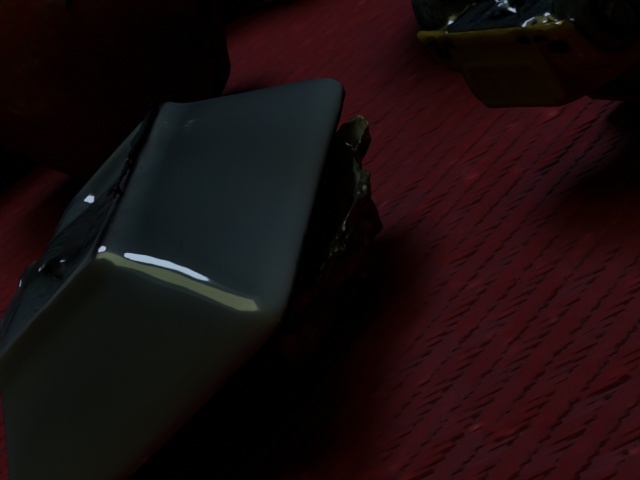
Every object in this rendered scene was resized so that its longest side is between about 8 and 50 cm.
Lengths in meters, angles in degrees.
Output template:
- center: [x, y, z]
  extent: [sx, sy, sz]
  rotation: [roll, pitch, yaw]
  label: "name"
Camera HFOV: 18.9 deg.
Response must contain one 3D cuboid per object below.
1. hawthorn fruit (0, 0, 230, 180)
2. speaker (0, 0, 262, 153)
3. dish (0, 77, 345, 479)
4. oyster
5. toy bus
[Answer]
- center: [-0.160, -0.131, 1.223]
  extent: [0.202, 0.185, 0.185]
  rotation: [3, 34, 18]
  label: "hawthorn fruit"
- center: [-0.210, -0.152, 1.358]
  extent: [0.388, 0.180, 0.184]
  rotation: [-39, 29, -21]
  label: "speaker"
- center: [-0.083, 0.012, 0.898]
  extent: [0.182, 0.080, 0.243]
  rotation: [-46, 14, 26]
  label: "dish"
- center: [-0.003, 0.009, 0.916]
  extent: [0.103, 0.051, 0.148]
  rotation: [-43, 13, 44]
  label: "oyster"
- center: [0.197, -0.164, 0.945]
  extent: [0.335, 0.123, 0.121]
  rotation: [-43, 27, -27]
  label: "toy bus"
